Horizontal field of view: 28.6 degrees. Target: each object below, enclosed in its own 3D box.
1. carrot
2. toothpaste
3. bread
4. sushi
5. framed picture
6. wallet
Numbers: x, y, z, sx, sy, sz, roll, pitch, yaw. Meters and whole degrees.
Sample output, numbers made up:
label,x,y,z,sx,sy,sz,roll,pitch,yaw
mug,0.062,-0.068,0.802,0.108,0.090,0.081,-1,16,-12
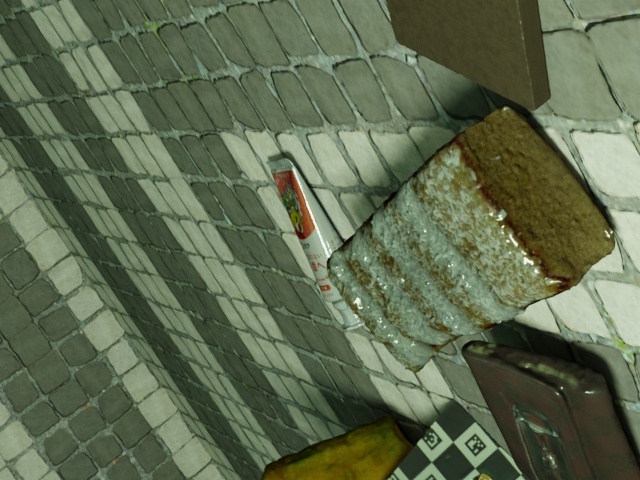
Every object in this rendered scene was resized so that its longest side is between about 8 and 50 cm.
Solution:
label,x,y,z,sx,sy,sz,roll,pitch,yaw
carrot,0.082,0.382,1.808,0.241,0.341,0.241,-20,-90,-84
toothpaste,0.000,0.000,1.582,0.234,0.057,0.089,64,162,-9
bread,0.128,0.014,1.219,0.165,0.113,0.416,49,159,3
sushi,0.187,0.345,1.643,0.192,0.215,0.050,45,-157,19
framed picture,0.113,-0.189,1.028,0.168,0.023,0.128,35,155,40
wallet,0.249,0.198,1.312,0.182,0.049,0.229,17,146,43
